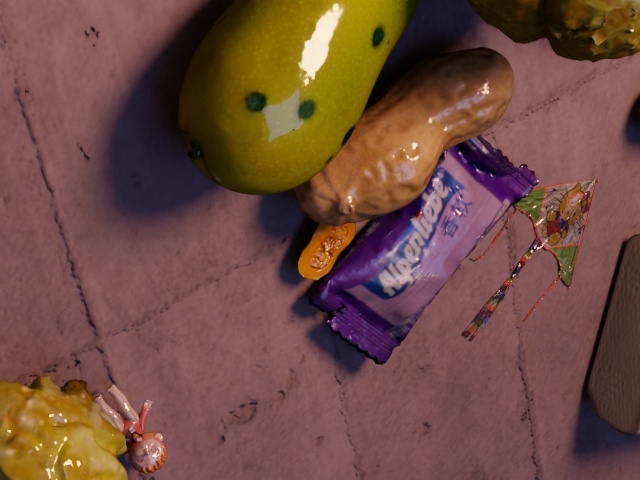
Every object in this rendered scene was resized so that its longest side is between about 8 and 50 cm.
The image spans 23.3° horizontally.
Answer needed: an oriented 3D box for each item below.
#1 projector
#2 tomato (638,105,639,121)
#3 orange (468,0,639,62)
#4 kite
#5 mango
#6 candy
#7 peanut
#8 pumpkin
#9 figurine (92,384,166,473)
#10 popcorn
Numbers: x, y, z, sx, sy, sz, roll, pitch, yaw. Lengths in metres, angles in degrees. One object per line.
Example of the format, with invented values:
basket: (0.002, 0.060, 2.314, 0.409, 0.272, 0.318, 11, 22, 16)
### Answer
projector: (0.457, 0.109, 1.952, 0.198, 0.108, 0.250, -5, 115, -35)
tomato: (0.415, -0.154, 1.797, 0.087, 0.087, 0.075, 6, 81, -39)
orange: (0.248, -0.316, 1.427, 0.223, 0.300, 0.301, 27, 85, -77)
kite: (0.243, 0.016, 1.805, 0.244, 0.006, 0.198, -49, 133, -5)
mango: (-0.014, -0.169, 1.425, 0.293, 0.143, 0.175, -51, 135, -17)
candy: (0.111, 0.001, 1.655, 0.275, 0.070, 0.145, -49, 126, 0)
peanut: (0.087, -0.106, 1.553, 0.263, 0.117, 0.101, -40, 153, -17)
pumpkin: (0.000, 0.000, 1.595, 0.050, 0.028, 0.083, 30, 93, -42)
figurine: (-0.189, 0.185, 1.540, 0.064, 0.047, 0.109, -35, 121, -9)
popcorn: (-0.261, 0.204, 1.424, 0.212, 0.198, 0.198, -31, 134, -55)
